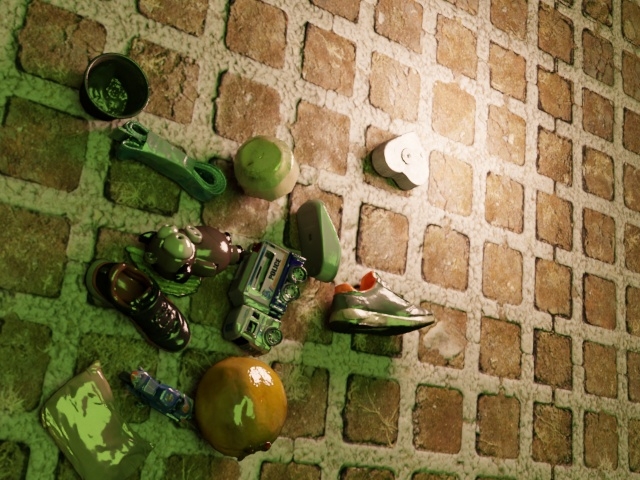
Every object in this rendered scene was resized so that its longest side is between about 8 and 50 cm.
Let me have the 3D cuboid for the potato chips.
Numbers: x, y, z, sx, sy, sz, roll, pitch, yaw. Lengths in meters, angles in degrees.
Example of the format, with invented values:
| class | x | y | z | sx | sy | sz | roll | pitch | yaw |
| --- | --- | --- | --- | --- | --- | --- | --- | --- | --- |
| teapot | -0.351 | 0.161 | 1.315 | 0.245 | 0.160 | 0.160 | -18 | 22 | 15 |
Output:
| class | x | y | z | sx | sy | sz | roll | pitch | yaw |
| --- | --- | --- | --- | --- | --- | --- | --- | --- | --- |
| potato chips | -0.377 | 0.078 | 1.823 | 0.208 | 0.028 | 0.091 | 24 | 62 | -33 |

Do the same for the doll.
| class | x | y | z | sx | sy | sz | roll | pitch | yaw |
| --- | --- | --- | --- | --- | --- | --- | --- | --- | --- |
| doll | -0.305 | 0.029 | 1.810 | 0.257 | 0.182 | 0.117 | 2 | 122 | -48 |

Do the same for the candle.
| class | x | y | z | sx | sy | sz | roll | pitch | yaw |
| --- | --- | --- | --- | --- | --- | --- | --- | --- | --- |
| candle | 0.248 | -0.251 | 2.304 | 0.192 | 0.068 | 0.168 | 27 | 65 | -32 |

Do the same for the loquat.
| class | x | y | z | sx | sy | sz | roll | pitch | yaw |
| --- | --- | --- | --- | --- | --- | --- | --- | --- | --- |
| loquat | -0.187 | 0.390 | 1.793 | 0.238 | 0.193 | 0.238 | 36 | 40 | -37 |

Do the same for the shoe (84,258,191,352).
| class | x | y | z | sx | sy | sz | roll | pitch | yaw |
| --- | --- | --- | --- | --- | --- | --- | --- | --- | --- |
| shoe | -0.394 | 0.141 | 1.733 | 0.291 | 0.137 | 0.114 | 43 | 60 | -21 |

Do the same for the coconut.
| class | x | y | z | sx | sy | sz | roll | pitch | yaw |
| --- | --- | --- | --- | --- | --- | --- | --- | --- | --- |
| coconut | -0.139 | -0.178 | 1.967 | 0.171 | 0.183 | 0.170 | -2 | 71 | 6 |

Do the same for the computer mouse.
| class | x | y | z | sx | sy | sz | roll | pitch | yaw |
| --- | --- | --- | --- | --- | --- | --- | --- | --- | --- |
| computer mouse | 0.000 | 0.000 | 2.045 | 0.079 | 0.128 | 0.230 | -7 | 88 | -35 |

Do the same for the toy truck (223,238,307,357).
| class | x | y | z | sx | sy | sz | roll | pitch | yaw |
| --- | --- | --- | --- | --- | --- | --- | --- | --- | --- |
| toy truck | -0.152 | 0.145 | 1.911 | 0.155 | 0.124 | 0.267 | 30 | 62 | -18 |

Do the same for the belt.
| class | x | y | z | sx | sy | sz | roll | pitch | yaw |
| --- | --- | --- | --- | --- | --- | --- | --- | --- | --- |
| belt | -0.370 | -0.190 | 1.858 | 0.302 | 0.072 | 0.087 | 29 | 63 | -27 |

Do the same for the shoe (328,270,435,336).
| class | x | y | z | sx | sy | sz | roll | pitch | yaw |
| --- | --- | --- | --- | --- | --- | --- | --- | --- | --- |
| shoe | 0.167 | 0.172 | 2.135 | 0.337 | 0.132 | 0.170 | 6 | 68 | -31 |

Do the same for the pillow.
| class | x | y | z | sx | sy | sz | roll | pitch | yaw |
| --- | --- | --- | --- | --- | --- | --- | --- | --- | --- |
| pillow | -0.482 | 0.418 | 1.658 | 0.173 | 0.067 | 0.270 | -38 | 102 | -28 |

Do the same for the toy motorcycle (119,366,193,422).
| class | x | y | z | sx | sy | sz | roll | pitch | yaw |
| --- | --- | --- | --- | --- | --- | --- | --- | --- | --- |
| toy motorcycle | -0.362 | 0.354 | 1.724 | 0.205 | 0.114 | 0.076 | 40 | 61 | -22 |

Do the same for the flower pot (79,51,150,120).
| class | x | y | z | sx | sy | sz | roll | pitch | yaw |
| --- | --- | --- | --- | --- | --- | --- | --- | --- | --- |
| flower pot | -0.494 | -0.349 | 1.786 | 0.158 | 0.107 | 0.157 | 7 | 79 | -36 |
